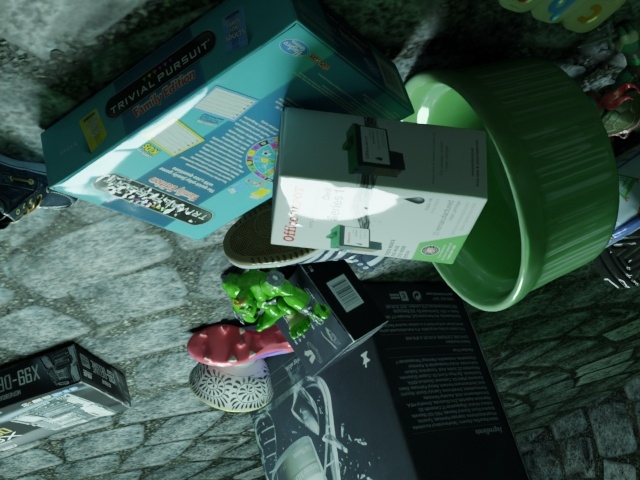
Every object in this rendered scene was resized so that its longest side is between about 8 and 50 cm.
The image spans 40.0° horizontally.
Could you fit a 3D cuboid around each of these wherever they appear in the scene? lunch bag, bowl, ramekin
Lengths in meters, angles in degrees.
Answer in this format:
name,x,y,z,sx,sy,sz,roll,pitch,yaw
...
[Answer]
name,x,y,z,sx,sy,sz,roll,pitch,yaw
lunch bag,0.466,-0.074,1.358,0.243,0.115,0.303,-32,176,-22
bowl,-0.167,0.249,1.711,0.170,0.170,0.080,-3,120,-30
ramekin,0.225,-0.078,1.081,0.148,0.303,0.303,-19,157,-16

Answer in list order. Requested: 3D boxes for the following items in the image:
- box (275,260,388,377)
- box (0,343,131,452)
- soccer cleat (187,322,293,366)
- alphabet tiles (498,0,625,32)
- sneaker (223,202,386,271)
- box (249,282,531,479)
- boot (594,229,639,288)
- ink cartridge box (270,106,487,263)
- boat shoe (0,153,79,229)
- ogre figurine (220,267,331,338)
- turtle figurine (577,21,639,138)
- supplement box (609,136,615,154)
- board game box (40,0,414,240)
name,x,y,z,sx,sy,sz,roll,pitch,yaw
box,0.006,0.124,1.499,0.093,0.156,0.158,-26,166,-40
box,-0.539,0.301,1.618,0.308,0.076,0.242,-19,156,2
soccer cleat,-0.133,0.195,1.676,0.248,0.083,0.095,-9,166,-19
alphabet tiles,0.325,-0.320,0.892,0.284,0.021,0.278,3,148,-39
sneaker,0.000,0.000,1.322,0.282,0.099,0.153,-19,154,-5
box,0.116,0.399,1.795,0.297,0.471,0.480,2,149,-37
boot,0.643,-0.052,1.507,0.348,0.131,0.260,-27,179,35
ink cartridge box,0.057,-0.056,0.972,0.220,0.092,0.160,6,152,-3
boat shoe,-0.348,-0.046,1.003,0.065,0.083,0.183,-31,153,27
ogre figurine,-0.088,0.094,1.433,0.097,0.197,0.118,-49,121,-13
turtle figurine,0.387,-0.191,1.173,0.234,0.118,0.175,-4,153,-40
supplement box,0.408,-0.140,1.378,0.098,0.036,0.062,-23,157,11
board game box,-0.101,-0.134,0.992,0.336,0.079,0.254,-28,153,23
